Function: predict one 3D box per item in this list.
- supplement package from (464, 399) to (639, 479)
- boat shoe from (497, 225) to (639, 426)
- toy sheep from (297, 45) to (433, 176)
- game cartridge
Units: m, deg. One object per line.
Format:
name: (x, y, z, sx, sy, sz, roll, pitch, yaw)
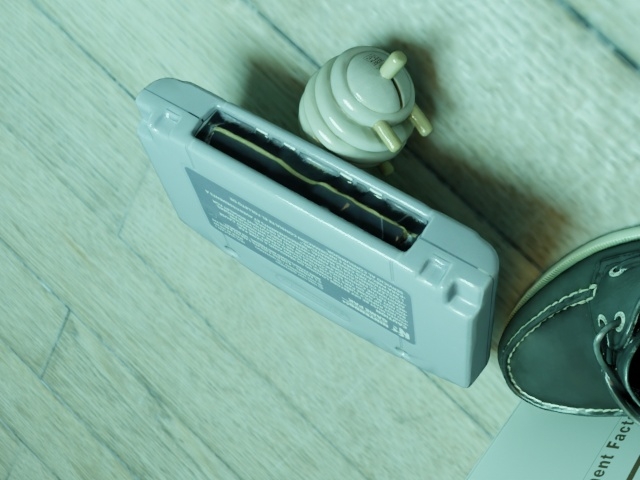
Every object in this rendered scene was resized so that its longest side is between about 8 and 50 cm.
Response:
supplement package: (0.254, 0.234, 0.665, 0.293, 0.175, 0.177, -1, 118, 40)
boat shoe: (0.231, 0.062, 0.612, 0.340, 0.113, 0.127, -18, 106, 45)
toy sheep: (0.029, -0.091, 0.694, 0.091, 0.091, 0.132, 48, 141, 2)
game cartridge: (0.000, 0.000, 0.748, 0.294, 0.060, 0.196, 30, 156, 20)
